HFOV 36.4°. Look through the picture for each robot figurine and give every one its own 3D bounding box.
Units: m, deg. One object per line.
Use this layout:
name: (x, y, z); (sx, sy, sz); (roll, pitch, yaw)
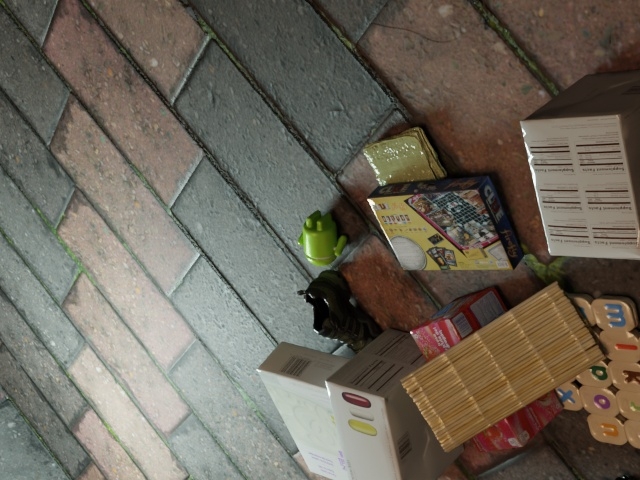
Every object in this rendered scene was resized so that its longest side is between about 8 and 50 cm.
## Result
robot figurine: (0.000, 0.000, 1.905); (0.101, 0.067, 0.115); (14, 126, 29)

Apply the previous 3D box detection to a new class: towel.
towel: (0.146, -0.136, 1.700); (0.148, 0.027, 0.110); (-14, 106, 48)

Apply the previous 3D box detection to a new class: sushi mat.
sushi mat: (0.300, 0.211, 1.607); (0.316, 0.019, 0.151); (-35, 89, 13)

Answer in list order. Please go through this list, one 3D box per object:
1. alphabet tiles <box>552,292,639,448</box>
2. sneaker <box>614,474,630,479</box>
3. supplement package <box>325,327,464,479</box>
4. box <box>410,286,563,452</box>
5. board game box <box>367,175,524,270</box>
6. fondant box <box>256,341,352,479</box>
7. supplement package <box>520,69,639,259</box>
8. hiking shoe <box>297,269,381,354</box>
alphabet tiles: (0.481, 0.217, 1.606); (0.278, 0.021, 0.284); (0, 115, 48)
sneaker: (0.536, 0.442, 1.669); (0.075, 0.063, 0.170); (55, 145, -8)
supplement package: (0.148, 0.341, 1.880); (0.145, 0.204, 0.262); (10, 123, 42)
box: (0.291, 0.228, 1.708); (0.257, 0.128, 0.122); (60, 146, -1)
board game box: (0.212, -0.025, 1.675); (0.243, 0.042, 0.165); (-2, 125, 45)
fondant box: (0.033, 0.381, 2.058); (0.238, 0.096, 0.330); (9, 135, 42)
supplement package: (0.403, -0.107, 1.331); (0.149, 0.194, 0.203); (3, 118, 45)
hiking shoe: (0.038, 0.176, 1.949); (0.227, 0.114, 0.086); (55, 141, 1)
